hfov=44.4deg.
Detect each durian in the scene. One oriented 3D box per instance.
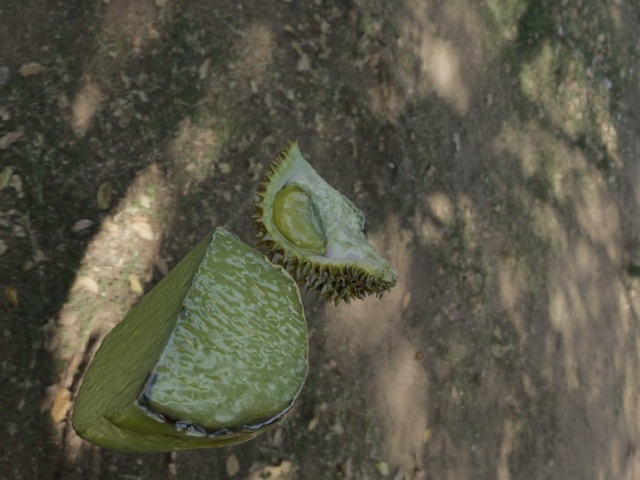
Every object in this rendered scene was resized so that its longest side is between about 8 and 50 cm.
[{"bbox_3d":[0.000,0.000,1.257,0.166,0.306,0.172,-43,153,0],"label":"durian"}]

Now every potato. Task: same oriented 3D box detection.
[{"bbox_3d":[-0.075,0.082,0.416,0.081,0.120,0.149,38,29,-16],"label":"potato"}]
